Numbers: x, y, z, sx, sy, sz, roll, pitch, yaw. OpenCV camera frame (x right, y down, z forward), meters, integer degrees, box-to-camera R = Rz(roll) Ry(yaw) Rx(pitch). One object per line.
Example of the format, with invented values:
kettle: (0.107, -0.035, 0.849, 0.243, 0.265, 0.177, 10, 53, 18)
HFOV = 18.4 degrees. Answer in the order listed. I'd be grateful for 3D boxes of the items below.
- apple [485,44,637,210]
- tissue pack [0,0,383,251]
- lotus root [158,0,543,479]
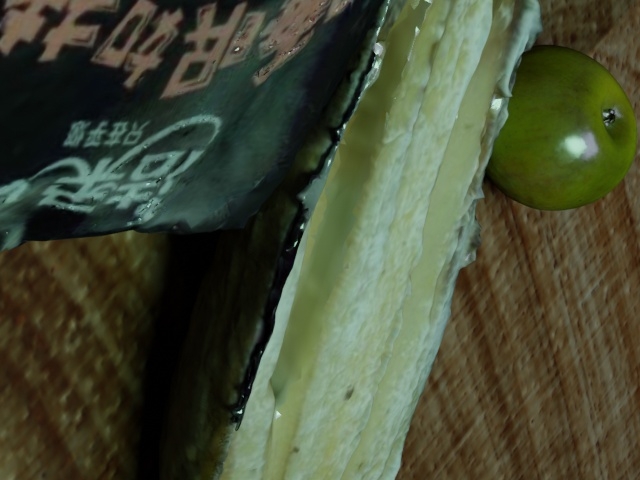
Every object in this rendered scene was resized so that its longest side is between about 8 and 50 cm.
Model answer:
apple: (0.125, -0.060, 1.051, 0.089, 0.074, 0.089, 18, 66, -48)
tissue pack: (-0.063, -0.144, 0.655, 0.245, 0.123, 0.332, -4, 135, -44)
lotus root: (0.000, -0.001, 0.866, 0.167, 0.078, 0.329, -14, 127, -55)
